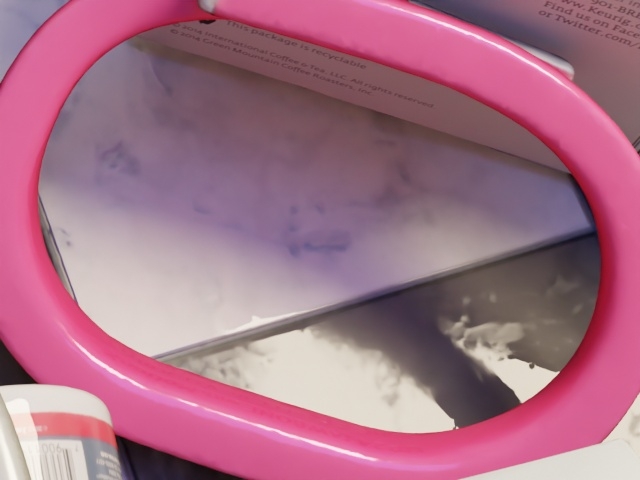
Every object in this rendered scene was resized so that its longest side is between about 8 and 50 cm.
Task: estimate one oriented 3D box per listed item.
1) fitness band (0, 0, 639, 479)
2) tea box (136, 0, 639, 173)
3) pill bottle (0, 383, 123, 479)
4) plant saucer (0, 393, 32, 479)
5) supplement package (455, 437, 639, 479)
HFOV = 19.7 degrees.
[{"bbox_3d":[0.000,0.000,0.754,0.290,0.054,0.209,18,100,-4],"label":"fitness band"},{"bbox_3d":[0.120,-0.223,0.839,0.329,0.220,0.324,19,64,-5],"label":"tea box"},{"bbox_3d":[-0.116,0.155,0.689,0.108,0.108,0.180,-7,70,-16],"label":"pill bottle"},{"bbox_3d":[-0.278,0.154,0.624,0.400,0.100,0.401,-2,71,6],"label":"plant saucer"},{"bbox_3d":[0.048,0.219,0.480,0.198,0.199,0.263,-12,28,-13],"label":"supplement package"}]
